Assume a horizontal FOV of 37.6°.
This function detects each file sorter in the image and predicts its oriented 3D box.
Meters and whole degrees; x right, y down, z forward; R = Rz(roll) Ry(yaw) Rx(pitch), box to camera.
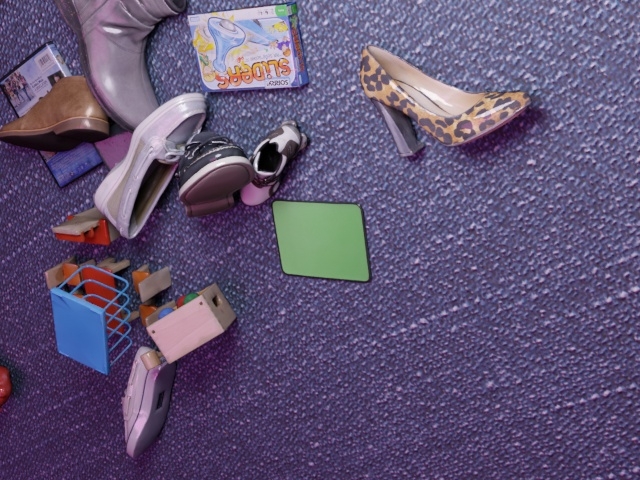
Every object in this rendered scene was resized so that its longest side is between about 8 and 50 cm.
[{"bbox_3d":[-0.437,0.149,1.821,0.118,0.104,0.170,21,132,17],"label":"file sorter"}]

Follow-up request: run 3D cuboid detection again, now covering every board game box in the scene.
[{"bbox_3d":[-0.123,-0.325,1.592,0.201,0.035,0.136,1,112,30],"label":"board game box"}]

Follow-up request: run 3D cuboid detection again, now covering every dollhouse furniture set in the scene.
[{"bbox_3d":[-0.450,0.073,1.906,0.262,0.135,0.259,6,114,29],"label":"dollhouse furniture set"}]

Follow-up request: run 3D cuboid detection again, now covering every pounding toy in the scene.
[{"bbox_3d":[-0.278,0.168,1.835,0.206,0.181,0.094,-31,94,10],"label":"pounding toy"}]

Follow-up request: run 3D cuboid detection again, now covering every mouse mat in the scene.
[{"bbox_3d":[0.000,0.000,1.686,0.189,0.007,0.153,5,114,30],"label":"mouse mat"}]

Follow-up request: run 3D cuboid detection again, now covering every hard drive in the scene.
[{"bbox_3d":[-0.372,-0.160,1.810,0.094,0.022,0.135,-28,97,22],"label":"hard drive"}]

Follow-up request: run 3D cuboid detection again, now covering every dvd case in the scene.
[{"bbox_3d":[-0.528,-0.246,1.878,0.180,0.022,0.253,-24,99,37],"label":"dvd case"}]

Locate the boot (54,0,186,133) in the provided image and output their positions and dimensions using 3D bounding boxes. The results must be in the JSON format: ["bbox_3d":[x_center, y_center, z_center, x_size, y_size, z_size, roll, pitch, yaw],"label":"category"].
[{"bbox_3d":[-0.321,-0.365,1.648,0.222,0.118,0.338,-19,106,30],"label":"boot"}]

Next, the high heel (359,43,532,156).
[{"bbox_3d":[0.177,-0.236,1.414,0.261,0.093,0.186,-13,111,43],"label":"high heel"}]

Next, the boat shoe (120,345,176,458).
[{"bbox_3d":[-0.386,0.347,2.022,0.088,0.096,0.267,29,122,21],"label":"boat shoe"}]

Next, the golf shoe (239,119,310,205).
[{"bbox_3d":[-0.103,-0.126,1.636,0.077,0.094,0.198,41,128,7],"label":"golf shoe"}]

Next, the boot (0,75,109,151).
[{"bbox_3d":[-0.513,-0.240,1.817,0.305,0.112,0.115,-6,79,37],"label":"boot"}]

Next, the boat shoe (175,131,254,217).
[{"bbox_3d":[-0.188,-0.126,1.603,0.127,0.340,0.113,-13,83,-8],"label":"boat shoe"}]

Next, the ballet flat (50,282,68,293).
[{"bbox_3d":[-0.561,0.136,2.062,0.041,0.041,0.114,-29,95,37],"label":"ballet flat"}]

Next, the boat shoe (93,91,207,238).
[{"bbox_3d":[-0.296,-0.138,1.709,0.320,0.118,0.103,-46,75,26],"label":"boat shoe"}]

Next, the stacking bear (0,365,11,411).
[{"bbox_3d":[-0.864,0.299,2.252,0.289,0.164,0.175,36,125,7],"label":"stacking bear"}]
